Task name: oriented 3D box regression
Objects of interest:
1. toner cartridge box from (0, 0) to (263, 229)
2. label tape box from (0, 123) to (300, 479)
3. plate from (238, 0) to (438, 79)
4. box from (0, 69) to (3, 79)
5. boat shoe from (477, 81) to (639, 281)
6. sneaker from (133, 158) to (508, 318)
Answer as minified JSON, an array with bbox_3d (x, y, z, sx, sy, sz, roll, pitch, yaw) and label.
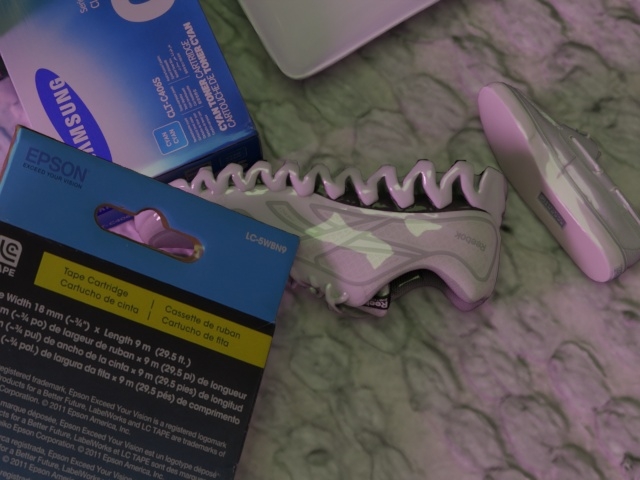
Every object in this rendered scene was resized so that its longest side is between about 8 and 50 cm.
[{"bbox_3d":[-0.188,-0.192,1.551,0.165,0.075,0.348,-24,74,-5],"label":"toner cartridge box"},{"bbox_3d":[-0.179,0.118,1.393,0.241,0.106,0.333,22,73,-22],"label":"label tape box"},{"bbox_3d":[0.024,-0.299,1.594,0.278,0.045,0.277,-30,77,-9],"label":"plate"},{"bbox_3d":[-0.423,-0.178,1.438,0.279,0.290,0.177,-30,75,-7],"label":"box"},{"bbox_3d":[0.196,-0.056,1.512,0.063,0.066,0.184,-30,72,-22],"label":"boat shoe"},{"bbox_3d":[0.000,0.000,1.480,0.292,0.110,0.118,0,82,1],"label":"sneaker"}]
